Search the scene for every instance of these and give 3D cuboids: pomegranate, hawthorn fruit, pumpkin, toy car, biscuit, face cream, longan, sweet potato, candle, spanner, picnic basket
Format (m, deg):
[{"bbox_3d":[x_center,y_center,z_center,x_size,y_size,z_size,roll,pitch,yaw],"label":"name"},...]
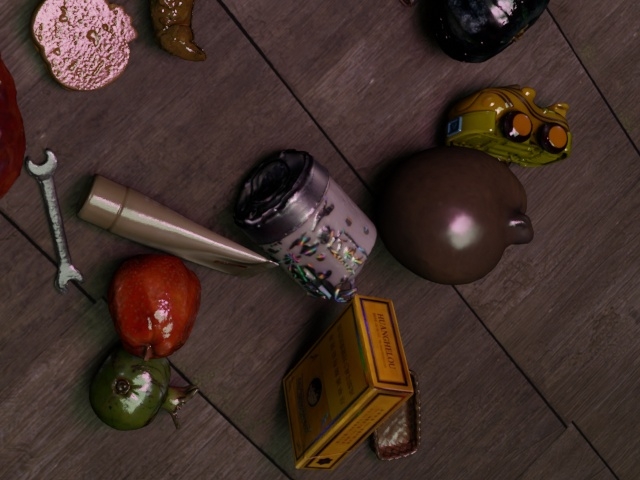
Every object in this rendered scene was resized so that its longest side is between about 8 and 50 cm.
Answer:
[{"bbox_3d":[-0.309,0.270,1.626,0.191,0.131,0.152,34,87,-34],"label":"pomegranate"},{"bbox_3d":[-0.287,0.111,1.564,0.173,0.173,0.179,9,87,-24],"label":"hawthorn fruit"},{"bbox_3d":[0.302,-0.420,1.635,0.233,0.233,0.163,-44,91,-6],"label":"pumpkin"},{"bbox_3d":[0.359,-0.223,1.739,0.248,0.200,0.142,12,77,-26],"label":"toy car"},{"bbox_3d":[-0.380,-0.328,1.477,0.170,0.050,0.170,-10,111,-29],"label":"biscuit"},{"bbox_3d":[-0.247,-0.010,1.586,0.341,0.137,0.084,25,65,-23],"label":"face cream"},{"bbox_3d":[0.240,-0.050,1.665,0.300,0.300,0.243,-27,129,-13],"label":"longan"},{"bbox_3d":[-0.271,-0.422,1.470,0.124,0.098,0.310,-43,107,-15],"label":"sweet potato"},{"bbox_3d":[0.000,0.000,1.649,0.187,0.187,0.330,-46,117,-5],"label":"candle"},{"bbox_3d":[-0.446,-0.029,1.549,0.054,0.015,0.254,-15,109,-20],"label":"spanner"},{"bbox_3d":[0.147,0.350,1.873,0.110,0.055,0.193,-8,108,-19],"label":"picnic basket"}]

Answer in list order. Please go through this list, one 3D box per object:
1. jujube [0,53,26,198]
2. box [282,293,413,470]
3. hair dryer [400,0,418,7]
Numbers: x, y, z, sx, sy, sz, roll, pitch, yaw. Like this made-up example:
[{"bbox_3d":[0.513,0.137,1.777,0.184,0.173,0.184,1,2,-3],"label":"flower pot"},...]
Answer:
[{"bbox_3d":[-0.553,-0.217,1.365,0.216,0.216,0.342,-10,96,-19],"label":"jujube"},{"bbox_3d":[0.040,0.261,1.650,0.084,0.193,0.301,12,137,-26],"label":"box"},{"bbox_3d":[0.177,-0.549,1.648,0.173,0.050,0.195,-38,112,-12],"label":"hair dryer"}]
